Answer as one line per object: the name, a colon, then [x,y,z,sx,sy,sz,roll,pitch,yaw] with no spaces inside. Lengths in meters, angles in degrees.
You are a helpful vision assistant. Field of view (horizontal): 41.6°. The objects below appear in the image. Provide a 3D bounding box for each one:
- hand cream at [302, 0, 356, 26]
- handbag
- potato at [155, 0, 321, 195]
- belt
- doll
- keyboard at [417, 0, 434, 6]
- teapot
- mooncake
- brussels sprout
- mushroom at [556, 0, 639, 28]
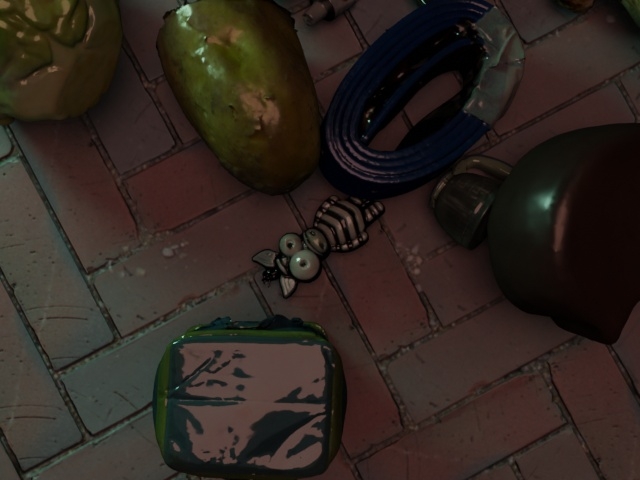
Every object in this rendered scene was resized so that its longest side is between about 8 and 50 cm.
hand cream: [0.060,-0.430,1.324,0.084,0.050,0.257,38,79,-2]
handbag: [-0.096,0.214,1.180,0.263,0.241,0.222,-2,87,-1]
potato: [-0.097,-0.192,1.214,0.229,0.229,0.265,-19,74,-4]
belt: [0.147,-0.207,1.256,0.212,0.117,0.347,45,77,3]
doll: [0.000,0.000,1.283,0.219,0.067,0.091,-38,81,-3]
keyboard: [0.274,-0.469,1.330,0.317,0.027,0.106,-33,63,-4]
teapot: [0.229,-0.071,1.279,0.108,0.111,0.149,34,93,19]
mooncake: [0.411,-0.017,1.222,0.334,0.174,0.325,35,75,-26]
brussels sprout: [-0.423,-0.333,1.196,0.268,0.344,0.344,-34,88,-38]
mushroom: [0.513,-0.396,1.244,0.255,0.267,0.267,-33,88,-4]
